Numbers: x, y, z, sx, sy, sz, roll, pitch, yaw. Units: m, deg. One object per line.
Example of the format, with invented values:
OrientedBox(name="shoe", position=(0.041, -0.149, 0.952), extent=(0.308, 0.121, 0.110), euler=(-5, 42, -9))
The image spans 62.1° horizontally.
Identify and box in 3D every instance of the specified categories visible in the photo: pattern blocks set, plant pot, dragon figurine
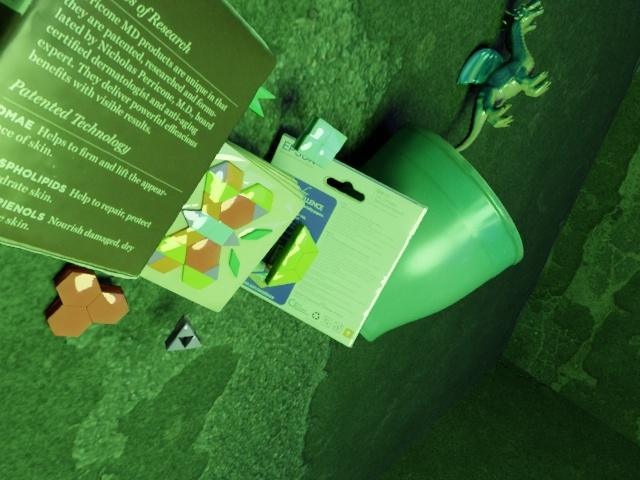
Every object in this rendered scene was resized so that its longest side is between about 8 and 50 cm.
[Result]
OrientedBox(name="pattern blocks set", position=(-0.118, -0.015, 0.579), extent=(0.285, 0.026, 0.325), euler=(16, 108, -35))
OrientedBox(name="plant pot", position=(0.113, 0.005, 0.814), extent=(0.255, 0.272, 0.272), euler=(-38, 147, 0))
OrientedBox(name="dragon figurine", position=(0.306, -0.285, 0.957), extent=(0.289, 0.144, 0.085), euler=(-45, 154, 19))

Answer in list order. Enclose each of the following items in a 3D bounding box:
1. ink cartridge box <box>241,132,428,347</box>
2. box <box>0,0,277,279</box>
OrientedBox(name="ink cartridge box", position=(0.000, 0.000, 0.689), extent=(0.208, 0.206, 0.045), euler=(-62, 176, 12))
OrientedBox(name="box", position=(-0.177, -0.111, 0.371), extent=(0.203, 0.168, 0.167), euler=(-58, 148, 1))
